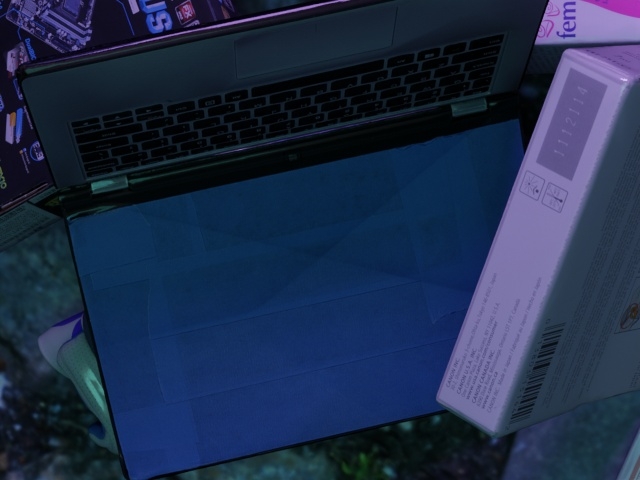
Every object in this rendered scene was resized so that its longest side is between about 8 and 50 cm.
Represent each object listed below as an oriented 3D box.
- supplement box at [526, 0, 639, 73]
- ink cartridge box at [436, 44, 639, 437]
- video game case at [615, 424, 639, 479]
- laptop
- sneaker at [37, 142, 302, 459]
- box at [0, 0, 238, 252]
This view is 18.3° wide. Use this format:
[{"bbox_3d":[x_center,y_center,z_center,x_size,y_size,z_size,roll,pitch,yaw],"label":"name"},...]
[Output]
[{"bbox_3d":[0.221,-0.198,1.595,0.220,0.114,0.111,-1,83,15],"label":"supplement box"},{"bbox_3d":[0.228,-0.006,1.553,0.066,0.261,0.296,31,112,30],"label":"ink cartridge box"},{"bbox_3d":[0.412,0.179,1.653,0.285,0.025,0.204,24,102,9],"label":"video game case"},{"bbox_3d":[0.000,0.000,1.517,0.382,0.408,0.236,-13,75,-5],"label":"laptop"},{"bbox_3d":[-0.144,0.035,1.714,0.236,0.130,0.322,-9,101,11],"label":"sneaker"},{"bbox_3d":[-0.222,-0.180,1.684,0.293,0.073,0.295,-28,68,15],"label":"box"}]
